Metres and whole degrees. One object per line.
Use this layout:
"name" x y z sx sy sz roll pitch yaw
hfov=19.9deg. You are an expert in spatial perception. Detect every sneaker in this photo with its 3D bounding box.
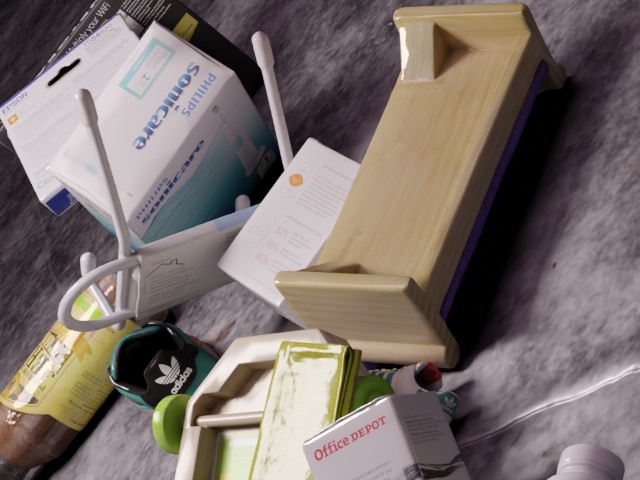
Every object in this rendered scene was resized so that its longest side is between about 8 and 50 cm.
"sneaker" -0.184 0.135 2.042 0.108 0.121 0.302 -56 22 -10
"sneaker" 0.074 0.138 1.626 0.075 0.057 0.161 -51 26 -1

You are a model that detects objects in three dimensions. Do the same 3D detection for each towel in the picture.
"towel" -0.029 0.200 1.522 0.102 0.021 0.237 2 74 46

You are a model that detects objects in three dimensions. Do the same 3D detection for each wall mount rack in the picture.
"wall mount rack" -0.139 -0.049 1.935 0.350 0.130 0.304 -22 -30 -23

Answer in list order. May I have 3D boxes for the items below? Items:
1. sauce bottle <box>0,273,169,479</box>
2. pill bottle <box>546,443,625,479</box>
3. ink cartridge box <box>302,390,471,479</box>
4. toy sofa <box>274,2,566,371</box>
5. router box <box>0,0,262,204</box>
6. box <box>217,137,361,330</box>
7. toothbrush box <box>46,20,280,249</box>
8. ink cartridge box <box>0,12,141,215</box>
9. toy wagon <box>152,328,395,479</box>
"sauce bottle" -0.329 0.193 2.253 0.344 0.111 0.111 -53 22 -2
"pill bottle" 0.182 0.205 1.295 0.065 0.065 0.116 -28 33 46
"ink cartridge box" 0.063 0.205 1.425 0.109 0.063 0.150 -34 69 39
"toy sofa" 0.112 -0.043 1.743 0.150 0.177 0.362 2 53 33
"router box" -0.267 -0.192 2.532 0.309 0.243 0.081 -52 15 -1
"box" 0.000 0.000 1.887 0.170 0.091 0.130 -53 38 -4
"toothbrush box" -0.179 -0.097 2.180 0.216 0.126 0.295 -55 -15 -6
"ink cartridge box" -0.302 -0.167 2.391 0.223 0.045 0.224 -38 44 4
"toy wagon" -0.053 0.251 1.594 0.267 0.068 0.344 -10 66 45
